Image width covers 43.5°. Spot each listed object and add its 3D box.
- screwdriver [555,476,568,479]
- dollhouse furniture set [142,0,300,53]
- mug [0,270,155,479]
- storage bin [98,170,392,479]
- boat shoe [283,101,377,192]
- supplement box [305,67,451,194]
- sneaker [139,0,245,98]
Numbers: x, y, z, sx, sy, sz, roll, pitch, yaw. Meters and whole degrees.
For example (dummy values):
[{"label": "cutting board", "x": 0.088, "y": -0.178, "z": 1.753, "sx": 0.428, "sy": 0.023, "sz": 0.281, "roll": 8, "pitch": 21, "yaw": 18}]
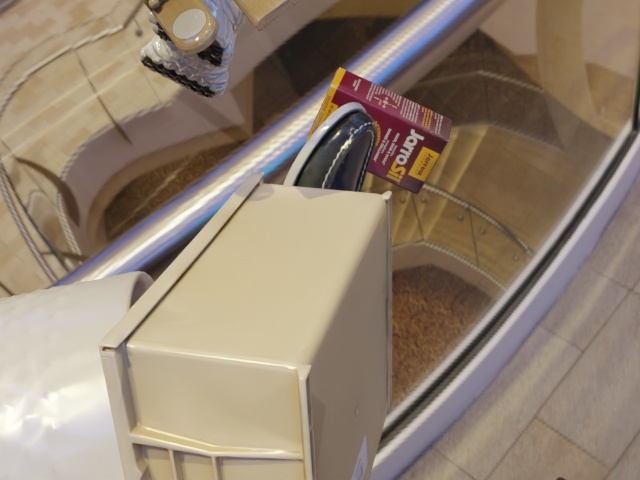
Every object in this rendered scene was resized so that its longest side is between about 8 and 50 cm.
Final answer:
[{"label": "screwdriver", "x": 0.252, "y": 0.241, "z": 0.619, "sx": 0.170, "sy": 0.025, "sz": 0.024, "roll": 35, "pitch": 108, "yaw": 20}, {"label": "dollhouse furniture set", "x": -0.106, "y": -0.195, "z": 0.479, "sx": 0.144, "sy": 0.151, "sz": 0.123, "roll": -37, "pitch": 59, "yaw": 2}, {"label": "mug", "x": -0.284, "y": 0.226, "z": 0.674, "sx": 0.328, "sy": 0.276, "sz": 0.374, "roll": -11, "pitch": 45, "yaw": -2}, {"label": "storage bin", "x": -0.028, "y": 0.120, "z": 0.601, "sx": 0.123, "sy": 0.260, "sz": 0.262, "roll": 5, "pitch": 27, "yaw": 14}, {"label": "boat shoe", "x": 0.000, "y": 0.000, "z": 0.873, "sx": 0.091, "sy": 0.303, "sz": 0.114, "roll": 37, "pitch": 30, "yaw": 25}, {"label": "supplement box", "x": 0.087, "y": -0.161, "z": 1.189, "sx": 0.188, "sy": 0.104, "sz": 0.081, "roll": 25, "pitch": 33, "yaw": -3}, {"label": "sneaker", "x": -0.134, "y": -0.243, "z": 0.913, "sx": 0.110, "sy": 0.292, "sz": 0.118, "roll": 25, "pitch": 81, "yaw": -15}]
